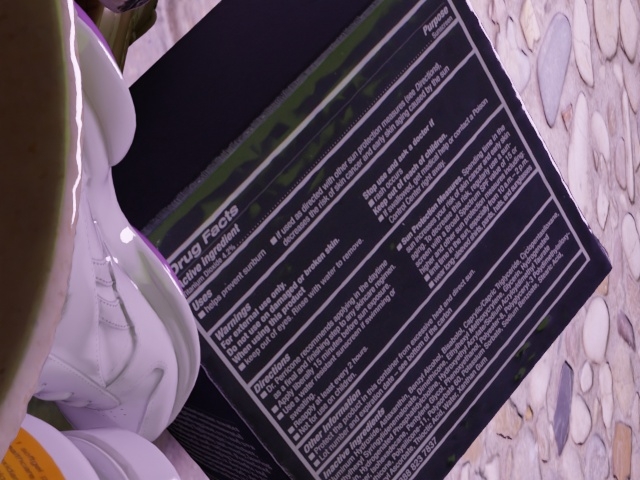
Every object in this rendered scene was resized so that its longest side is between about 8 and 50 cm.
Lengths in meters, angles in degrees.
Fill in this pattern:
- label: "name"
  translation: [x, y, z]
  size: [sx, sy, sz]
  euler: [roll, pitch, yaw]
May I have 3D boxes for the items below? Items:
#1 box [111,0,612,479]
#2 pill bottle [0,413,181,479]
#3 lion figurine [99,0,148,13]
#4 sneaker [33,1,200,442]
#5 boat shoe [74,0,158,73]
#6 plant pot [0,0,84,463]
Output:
- label: "box"
  translation: [0.000, 0.000, 0.897]
  size: [0.296, 0.183, 0.294]
  euler: [-47, 124, -21]
- label: "pill bottle"
  translation: [-0.165, 0.138, 0.522]
  size: [0.246, 0.136, 0.136]
  euler: [0, 86, -55]
- label: "lion figurine"
  translation: [-0.237, -0.173, 0.651]
  size: [0.240, 0.142, 0.392]
  euler: [56, 38, 0]
- label: "sneaker"
  translation: [-0.147, 0.022, 0.615]
  size: [0.152, 0.114, 0.305]
  euler: [-51, 151, -29]
- label: "boat shoe"
  translation: [-0.146, -0.168, 0.846]
  size: [0.110, 0.122, 0.341]
  euler: [38, 52, -54]
- label: "plant pot"
  translation: [-0.287, -0.040, 0.359]
  size: [0.334, 0.306, 0.333]
  euler: [18, 70, -60]
